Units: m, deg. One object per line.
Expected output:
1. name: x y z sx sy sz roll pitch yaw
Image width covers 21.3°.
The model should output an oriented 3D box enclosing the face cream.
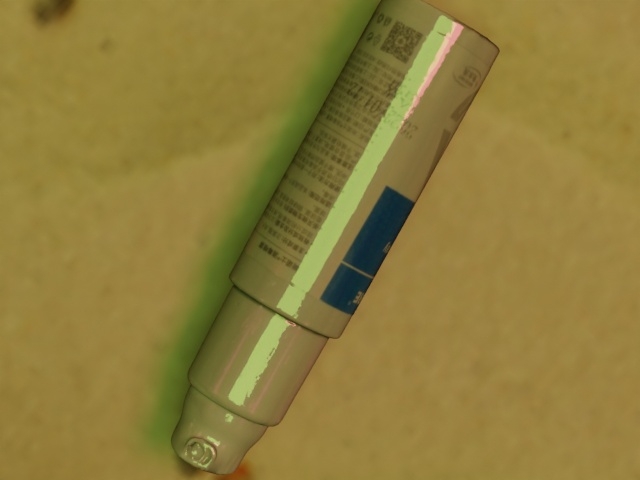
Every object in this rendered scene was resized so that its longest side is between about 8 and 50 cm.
1. face cream: 0.000 0.000 0.435 0.034 0.034 0.130 29 92 -7
